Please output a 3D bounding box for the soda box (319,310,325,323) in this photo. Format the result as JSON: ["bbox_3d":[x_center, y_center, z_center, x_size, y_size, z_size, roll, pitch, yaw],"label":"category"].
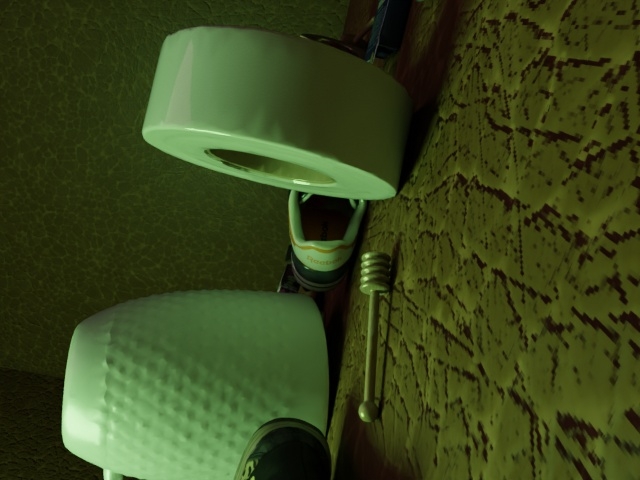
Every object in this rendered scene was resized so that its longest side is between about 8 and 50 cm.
[{"bbox_3d":[-0.038,0.189,1.027,0.181,0.058,0.061,113,168,-61],"label":"soda box"}]

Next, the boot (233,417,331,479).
[{"bbox_3d":[-0.053,0.359,0.447,0.284,0.138,0.378,126,161,-77],"label":"boot"}]

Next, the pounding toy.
[{"bbox_3d":[0.030,-0.407,1.130,0.270,0.154,0.155,-87,11,-58],"label":"pounding toy"}]

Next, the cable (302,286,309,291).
[{"bbox_3d":[-0.018,0.033,1.232,0.184,0.047,0.151,115,166,-64],"label":"cable"}]

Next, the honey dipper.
[{"bbox_3d":[0.049,0.088,0.507,0.030,0.030,0.161,113,165,-64],"label":"honey dipper"}]

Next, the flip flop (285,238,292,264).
[{"bbox_3d":[0.000,0.000,1.015,0.277,0.080,0.112,-5,68,69],"label":"flip flop"}]

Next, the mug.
[{"bbox_3d":[-0.186,0.256,0.777,0.276,0.327,0.375,178,96,-74],"label":"mug"}]

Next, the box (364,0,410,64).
[{"bbox_3d":[0.110,-0.363,0.818,0.136,0.036,0.226,-99,23,-77],"label":"box"}]

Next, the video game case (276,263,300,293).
[{"bbox_3d":[-0.087,0.160,1.122,0.210,0.041,0.232,-76,6,-73],"label":"video game case"}]

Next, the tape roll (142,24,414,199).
[{"bbox_3d":[-0.045,-0.125,0.592,0.286,0.285,0.100,175,107,-84],"label":"tape roll"}]

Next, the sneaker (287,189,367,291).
[{"bbox_3d":[0.011,-0.093,0.815,0.127,0.126,0.321,103,166,-62],"label":"sneaker"}]
